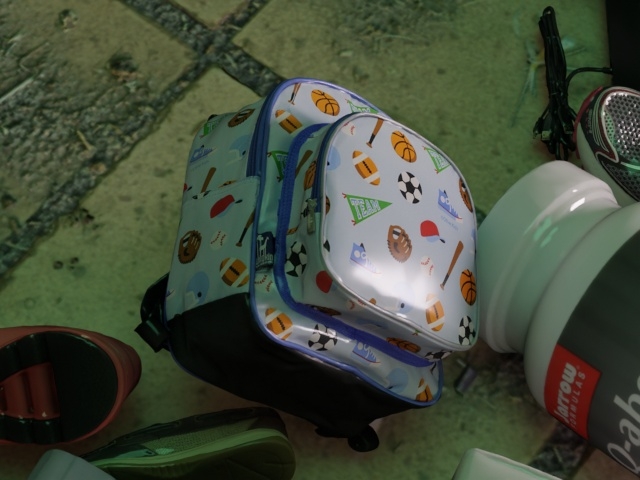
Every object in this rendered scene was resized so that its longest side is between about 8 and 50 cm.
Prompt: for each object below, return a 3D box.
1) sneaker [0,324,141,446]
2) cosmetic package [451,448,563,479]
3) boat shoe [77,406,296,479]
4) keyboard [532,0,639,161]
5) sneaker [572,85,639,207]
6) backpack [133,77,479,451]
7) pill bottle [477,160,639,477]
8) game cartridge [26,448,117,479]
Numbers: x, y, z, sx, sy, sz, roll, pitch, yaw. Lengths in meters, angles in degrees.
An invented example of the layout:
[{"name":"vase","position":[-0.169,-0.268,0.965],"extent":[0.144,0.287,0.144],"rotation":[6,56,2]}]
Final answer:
[{"name":"sneaker","position":[-0.295,0.132,1.653],"extent":[0.314,0.136,0.115],"rotation":[-5,93,14]},{"name":"cosmetic package","position":[0.163,0.426,1.361],"extent":[0.327,0.329,0.393],"rotation":[21,61,7]},{"name":"boat shoe","position":[-0.132,0.190,1.640],"extent":[0.224,0.080,0.073],"rotation":[-13,31,2]},{"name":"keyboard","position":[0.297,-0.156,1.898],"extent":[0.202,0.033,0.317],"rotation":[6,57,-8]},{"name":"sneaker","position":[0.363,-0.046,1.762],"extent":[0.299,0.112,0.121],"rotation":[36,66,7]},{"name":"backpack","position":[0.000,0.000,1.613],"extent":[0.213,0.276,0.263],"rotation":[-26,52,30]},{"name":"pill bottle","position":[0.300,0.096,1.628],"extent":[0.363,0.210,0.210],"rotation":[35,62,28]},{"name":"game cartridge","position":[-0.131,0.306,1.518],"extent":[0.294,0.060,0.196],"rotation":[31,49,-2]}]
